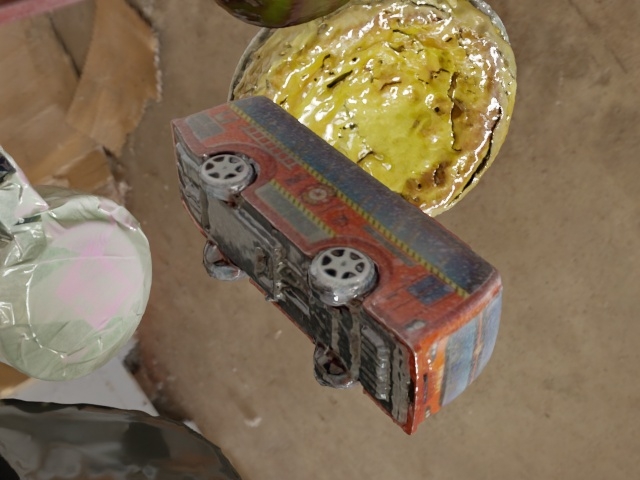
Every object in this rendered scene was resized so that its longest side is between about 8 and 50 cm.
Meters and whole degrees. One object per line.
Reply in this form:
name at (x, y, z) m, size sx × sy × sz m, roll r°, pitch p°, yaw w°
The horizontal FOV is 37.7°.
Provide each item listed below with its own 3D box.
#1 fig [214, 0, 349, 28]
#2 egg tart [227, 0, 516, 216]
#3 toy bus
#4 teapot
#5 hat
fig at (-0.012, -0.138, 0.391) m, size 0.103 × 0.109 × 0.154 m, roll -59°, pitch 33°, yaw 15°
egg tart at (0.040, -0.108, 0.739) m, size 0.094 × 0.234 × 0.234 m, roll -106°, pitch 19°, yaw -51°
toy bus at (0.000, 0.000, 0.429) m, size 0.192 × 0.077 × 0.065 m, roll 40°, pitch 147°, yaw 37°
teapot at (-0.277, 0.018, 0.814) m, size 0.178 × 0.221 × 0.163 m, roll 13°, pitch 78°, yaw 37°
hat at (-0.250, 0.269, 0.725) m, size 0.382 × 0.366 × 0.257 m, roll 27°, pitch 110°, yaw -19°
